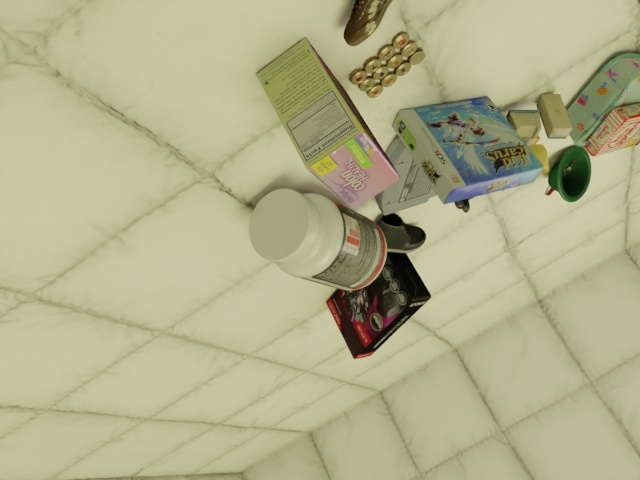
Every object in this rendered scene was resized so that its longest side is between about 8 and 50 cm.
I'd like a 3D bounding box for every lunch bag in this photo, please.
[{"bbox_3d":[0.815,-0.384,1.791,0.224,0.108,0.279,-12,150,-31],"label":"lunch bag"}]

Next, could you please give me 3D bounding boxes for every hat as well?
[{"bbox_3d":[0.765,-0.215,2.136,0.173,0.183,0.208,-20,111,-29],"label":"hat"}]

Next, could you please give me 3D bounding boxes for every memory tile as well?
[{"bbox_3d":[0.138,-0.356,1.330,0.148,0.012,0.113,-38,152,19],"label":"memory tile"}]

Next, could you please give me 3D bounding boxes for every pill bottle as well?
[{"bbox_3d":[0.000,0.000,1.615,0.210,0.210,0.363,-37,152,19],"label":"pill bottle"}]

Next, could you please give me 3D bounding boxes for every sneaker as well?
[{"bbox_3d":[0.248,-0.026,1.935,0.222,0.083,0.118,-7,146,-33],"label":"sneaker"},{"bbox_3d":[0.087,-0.428,1.120,0.071,0.066,0.188,21,123,-35],"label":"sneaker"}]

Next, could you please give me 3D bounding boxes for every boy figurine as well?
[{"bbox_3d":[0.519,-0.180,1.859,0.285,0.092,0.177,-25,156,24],"label":"boy figurine"}]

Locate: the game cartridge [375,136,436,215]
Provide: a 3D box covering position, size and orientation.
[{"bbox_3d":[0.242,-0.181,1.690,0.196,0.060,0.294,-21,153,-19],"label":"game cartridge"}]

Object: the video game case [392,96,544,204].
[{"bbox_3d":[0.341,-0.217,1.500,0.270,0.244,0.061,-14,150,-24],"label":"video game case"}]

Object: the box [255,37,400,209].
[{"bbox_3d":[0.017,-0.214,1.217,0.117,0.243,0.213,-33,152,12],"label":"box"}]

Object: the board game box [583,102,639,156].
[{"bbox_3d":[0.835,-0.308,1.769,0.193,0.045,0.146,-15,151,-25],"label":"board game box"}]

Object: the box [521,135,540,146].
[{"bbox_3d":[0.552,-0.269,1.843,0.136,0.028,0.081,-6,147,-31],"label":"box"}]

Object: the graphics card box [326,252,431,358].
[{"bbox_3d":[0.177,0.194,2.096,0.094,0.232,0.371,-3,146,-38],"label":"graphics card box"}]

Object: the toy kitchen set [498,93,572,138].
[{"bbox_3d":[0.525,-0.290,1.725,0.207,0.122,0.166,-1,149,-6],"label":"toy kitchen set"}]

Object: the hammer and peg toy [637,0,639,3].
[{"bbox_3d":[0.796,-0.652,1.279,0.361,0.127,0.266,-33,151,12],"label":"hammer and peg toy"}]
